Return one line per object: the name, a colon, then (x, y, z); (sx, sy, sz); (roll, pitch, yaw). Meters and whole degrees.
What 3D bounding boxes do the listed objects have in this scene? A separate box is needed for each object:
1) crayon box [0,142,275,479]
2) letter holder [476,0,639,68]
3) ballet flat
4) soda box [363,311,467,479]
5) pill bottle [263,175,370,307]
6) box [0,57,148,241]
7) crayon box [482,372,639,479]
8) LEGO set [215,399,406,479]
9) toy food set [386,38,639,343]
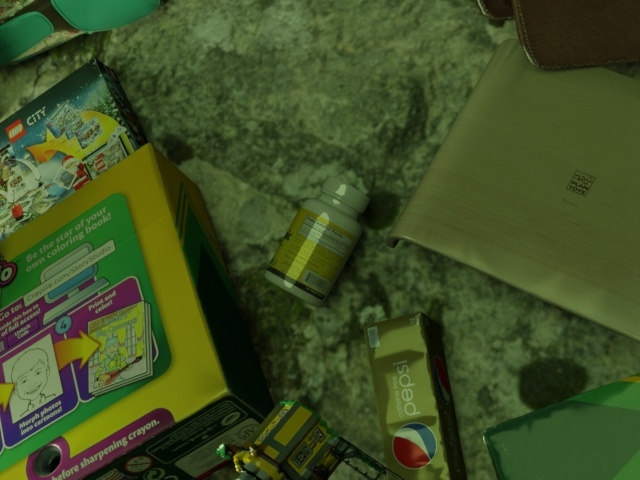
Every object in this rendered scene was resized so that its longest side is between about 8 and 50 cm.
crayon box: (-0.248, 0.128, 1.271); (0.363, 0.106, 0.313); (-32, 49, 12)
letter holder: (0.174, -0.295, 1.104); (0.215, 0.302, 0.152); (-5, 54, 8)
ballet flat: (-0.281, -0.259, 1.441); (0.241, 0.091, 0.077); (-16, 49, 14)
soda box: (0.087, 0.161, 1.192); (0.058, 0.061, 0.181); (-14, 71, 18)
pill bottle: (0.000, 0.000, 1.267); (0.065, 0.065, 0.116); (28, 88, 26)
box: (-0.292, -0.064, 1.412); (0.233, 0.044, 0.159); (-32, 67, 12)
crayon box: (0.308, 0.140, 1.030); (0.323, 0.203, 0.083); (-22, 70, 15)
LEGO set: (0.025, 0.308, 1.071); (0.331, 0.255, 0.192); (34, 63, 15)
toy food set: (0.236, -0.032, 1.179); (0.306, 0.092, 0.219); (25, 75, 24)
